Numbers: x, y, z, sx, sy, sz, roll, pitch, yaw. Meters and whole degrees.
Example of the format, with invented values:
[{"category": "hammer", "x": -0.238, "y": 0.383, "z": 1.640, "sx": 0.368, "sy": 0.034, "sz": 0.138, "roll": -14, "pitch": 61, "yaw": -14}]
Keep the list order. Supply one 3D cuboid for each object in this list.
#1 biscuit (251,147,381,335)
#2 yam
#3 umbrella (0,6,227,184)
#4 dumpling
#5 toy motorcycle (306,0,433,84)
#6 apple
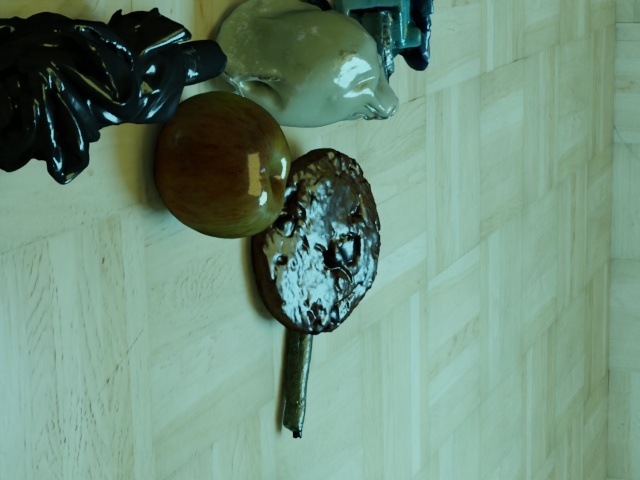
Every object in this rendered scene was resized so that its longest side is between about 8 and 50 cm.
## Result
[{"category": "biscuit", "x": 0.000, "y": 0.000, "z": 1.465, "sx": 0.192, "sy": 0.049, "sz": 0.192, "roll": -2, "pitch": 92, "yaw": -53}, {"category": "yam", "x": -0.023, "y": 0.139, "z": 1.502, "sx": 0.033, "sy": 0.027, "sz": 0.129, "roll": 159, "pitch": -63, "yaw": -71}, {"category": "umbrella", "x": -0.147, "y": -0.118, "z": 1.066, "sx": 0.340, "sy": 0.118, "sz": 0.118, "roll": -28, "pitch": 119, "yaw": -69}, {"category": "dumpling", "x": -0.015, "y": -0.168, "z": 1.345, "sx": 0.199, "sy": 0.118, "sz": 0.136, "roll": 15, "pitch": 42, "yaw": -32}, {"category": "toy motorcycle", "x": 0.049, "y": -0.292, "z": 1.471, "sx": 0.206, "sy": 0.154, "sz": 0.260, "roll": -81, "pitch": 166, "yaw": -67}, {"category": "apple", "x": -0.081, "y": -0.065, "z": 1.228, "sx": 0.126, "sy": 0.102, "sz": 0.126, "roll": 3, "pitch": 90, "yaw": -68}]
